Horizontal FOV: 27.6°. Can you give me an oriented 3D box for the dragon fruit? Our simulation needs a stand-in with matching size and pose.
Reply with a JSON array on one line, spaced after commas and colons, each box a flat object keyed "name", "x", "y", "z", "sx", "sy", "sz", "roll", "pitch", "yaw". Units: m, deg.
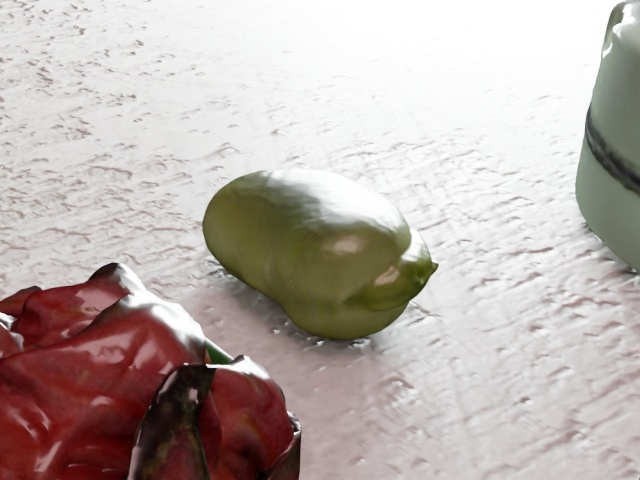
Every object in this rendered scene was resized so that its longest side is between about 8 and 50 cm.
[{"name": "dragon fruit", "x": -0.103, "y": 0.145, "z": 0.464, "sx": 0.233, "sy": 0.234, "sz": 0.293, "roll": 1, "pitch": 45, "yaw": -6}]

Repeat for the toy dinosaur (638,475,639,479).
[{"name": "toy dinosaur", "x": 0.122, "y": 0.182, "z": 0.529, "sx": 0.327, "sy": 0.113, "sz": 0.206, "roll": -23, "pitch": 39, "yaw": -36}]

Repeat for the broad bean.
[{"name": "broad bean", "x": 0.000, "y": 0.000, "z": 0.861, "sx": 0.124, "sy": 0.082, "sz": 0.174, "roll": -14, "pitch": 36, "yaw": -26}]

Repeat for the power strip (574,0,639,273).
[{"name": "power strip", "x": 0.376, "y": -0.071, "z": 0.962, "sx": 0.357, "sy": 0.161, "sz": 0.357, "roll": 4, "pitch": 30, "yaw": -3}]
